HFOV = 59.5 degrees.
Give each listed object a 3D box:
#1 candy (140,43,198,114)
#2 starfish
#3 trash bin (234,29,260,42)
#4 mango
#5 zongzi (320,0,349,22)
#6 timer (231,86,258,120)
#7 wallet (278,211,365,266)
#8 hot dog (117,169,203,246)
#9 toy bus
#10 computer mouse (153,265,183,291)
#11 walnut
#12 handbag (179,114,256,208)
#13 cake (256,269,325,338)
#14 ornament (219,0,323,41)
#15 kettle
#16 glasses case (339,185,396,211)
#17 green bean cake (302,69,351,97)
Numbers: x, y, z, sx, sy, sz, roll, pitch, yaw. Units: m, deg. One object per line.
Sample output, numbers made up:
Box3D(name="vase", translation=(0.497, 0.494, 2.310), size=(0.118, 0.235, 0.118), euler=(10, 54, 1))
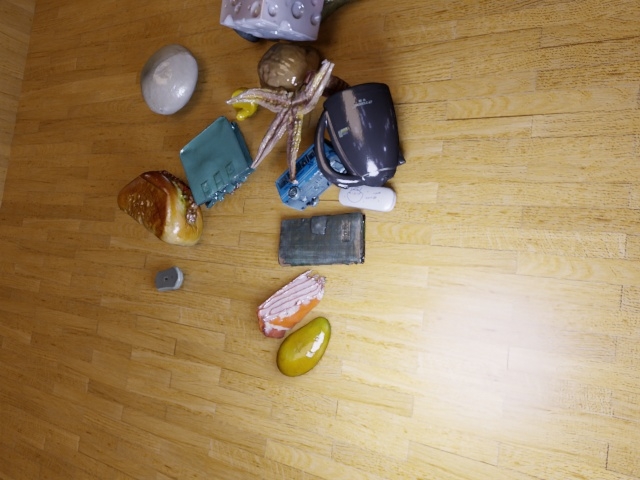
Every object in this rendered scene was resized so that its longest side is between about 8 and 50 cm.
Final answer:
Box3D(name="candy", translation=(-0.616, -0.653, 2.262), size=(0.295, 0.185, 0.295), euler=(-9, 76, 38))
Box3D(name="starfish", translation=(-0.130, -0.398, 1.824), size=(0.398, 0.132, 0.384), euler=(19, 103, 34))
Box3D(name="trash bin", translation=(-0.243, -0.825, 2.061), size=(0.161, 0.175, 0.175), euler=(-50, 59, 29))
Box3D(name="mango", translation=(-0.050, 0.340, 1.780), size=(0.227, 0.099, 0.136), euler=(-47, 53, 9))
Box3D(name="zongzi", translation=(0.056, -0.806, 1.895), size=(0.256, 0.115, 0.228), euler=(33, 108, 21))
Box3D(name="timer", translation=(-0.283, -0.504, 2.058), size=(0.107, 0.109, 0.107), euler=(21, 136, 22))
Box3D(name="wallet", translation=(0.000, 0.000, 1.828), size=(0.317, 0.044, 0.169), euler=(-3, 79, 33))
Box3D(name="hot dog", translation=(-0.607, -0.148, 2.170), size=(0.405, 0.185, 0.223), euler=(30, 102, 33))
Box3D(name="toy bus", translation=(-0.027, -0.217, 1.840), size=(0.246, 0.113, 0.134), euler=(-42, 56, 23))
Box3D(name="computer mouse", translation=(-0.587, 0.154, 2.188), size=(0.181, 0.056, 0.089), euler=(-13, 70, 39))
Box3D(name="walnut", translation=(-0.123, -0.593, 1.922), size=(0.238, 0.141, 0.204), euler=(-25, 43, 25))
Box3D(name="handbag", translation=(-0.383, -0.290, 2.103), size=(0.268, 0.100, 0.274), euler=(-36, 65, 20))
Box3D(name="cake", translation=(-0.100, 0.207, 1.828), size=(0.287, 0.135, 0.098), euler=(-46, 46, 9))
Box3D(name="ornament", translation=(-0.153, -0.799, 1.825), size=(0.240, 0.239, 0.240), euler=(18, 101, 45))
Box3D(name="kettle", translation=(0.110, -0.296, 1.693), size=(0.268, 0.207, 0.290), euler=(-13, 85, -6))
Box3D(name="glasses case", translation=(0.145, -0.135, 1.749), size=(0.197, 0.049, 0.076), euler=(12, 90, 34))
Box3D(name="green bean cake", translation=(0.027, -0.507, 1.835), size=(0.135, 0.135, 0.056), euler=(25, 96, 35))
